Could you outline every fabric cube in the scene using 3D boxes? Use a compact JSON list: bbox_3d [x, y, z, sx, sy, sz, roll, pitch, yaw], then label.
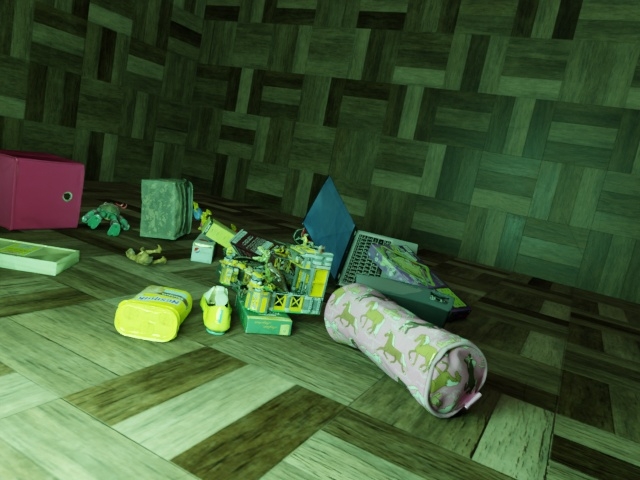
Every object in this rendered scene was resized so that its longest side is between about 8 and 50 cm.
[{"bbox_3d":[-1.060,-0.188,1.813,0.259,0.254,0.258,16,10,25],"label":"fabric cube"}]

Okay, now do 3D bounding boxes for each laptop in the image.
[{"bbox_3d":[0.166,-0.015,1.826,0.408,0.236,0.382,14,35,8],"label":"laptop"}]

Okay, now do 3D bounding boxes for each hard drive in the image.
[{"bbox_3d":[0.199,0.187,1.288,0.255,0.171,0.054,14,32,3],"label":"hard drive"}]

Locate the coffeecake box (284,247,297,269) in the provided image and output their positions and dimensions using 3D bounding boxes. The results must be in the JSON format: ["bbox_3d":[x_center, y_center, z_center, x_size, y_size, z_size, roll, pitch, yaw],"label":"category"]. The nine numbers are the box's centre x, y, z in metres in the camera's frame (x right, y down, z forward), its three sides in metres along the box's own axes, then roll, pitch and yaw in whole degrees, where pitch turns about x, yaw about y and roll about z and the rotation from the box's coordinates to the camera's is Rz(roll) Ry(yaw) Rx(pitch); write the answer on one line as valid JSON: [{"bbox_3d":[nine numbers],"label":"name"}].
[{"bbox_3d":[-0.085,0.080,1.906,0.143,0.068,0.185,14,10,11],"label":"coffeecake box"}]

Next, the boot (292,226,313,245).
[{"bbox_3d":[0.000,0.000,2.107,0.378,0.138,0.284,23,-4,28],"label":"boot"}]

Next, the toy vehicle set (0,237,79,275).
[{"bbox_3d":[-0.826,0.038,1.370,0.267,0.035,0.166,10,9,-6],"label":"toy vehicle set"}]

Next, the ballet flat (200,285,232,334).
[{"bbox_3d":[-0.248,0.153,1.214,0.077,0.077,0.231,8,9,-16],"label":"ballet flat"}]

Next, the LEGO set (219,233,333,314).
[{"bbox_3d":[-0.119,0.060,1.324,0.255,0.192,0.331,10,7,-22],"label":"LEGO set"}]

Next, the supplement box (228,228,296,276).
[{"bbox_3d":[-0.199,0.054,1.713,0.073,0.130,0.239,-45,40,-21],"label":"supplement box"}]

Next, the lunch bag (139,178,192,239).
[{"bbox_3d":[-0.625,-0.139,2.091,0.169,0.235,0.287,6,9,2],"label":"lunch bag"}]

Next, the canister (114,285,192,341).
[{"bbox_3d":[-0.357,0.154,1.096,0.126,0.073,0.170,11,7,-4],"label":"canister"}]

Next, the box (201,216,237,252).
[{"bbox_3d":[-0.325,0.001,1.854,0.232,0.058,0.087,33,5,-22],"label":"box"}]

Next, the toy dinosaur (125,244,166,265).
[{"bbox_3d":[-0.541,0.060,1.564,0.112,0.064,0.212,-19,17,-37],"label":"toy dinosaur"}]

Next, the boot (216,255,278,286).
[{"bbox_3d":[-0.197,0.103,1.588,0.237,0.085,0.178,12,6,0],"label":"boot"}]

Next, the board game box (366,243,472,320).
[{"bbox_3d":[0.332,0.137,1.699,0.208,0.056,0.347,7,33,-47],"label":"board game box"}]

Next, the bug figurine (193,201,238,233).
[{"bbox_3d":[-0.436,-0.050,2.126,0.279,0.072,0.216,33,11,-23],"label":"bug figurine"}]

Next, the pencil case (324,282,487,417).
[{"bbox_3d":[0.162,0.216,1.056,0.167,0.160,0.386,10,7,-31],"label":"pencil case"}]

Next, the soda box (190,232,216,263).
[{"bbox_3d":[-0.422,0.026,1.842,0.074,0.069,0.216,10,9,-8],"label":"soda box"}]

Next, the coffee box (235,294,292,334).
[{"bbox_3d":[-0.146,0.185,1.257,0.113,0.040,0.184,8,9,-18],"label":"coffee box"}]

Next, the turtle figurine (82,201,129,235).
[{"bbox_3d":[-0.840,-0.093,1.966,0.175,0.118,0.234,8,15,-21],"label":"turtle figurine"}]
